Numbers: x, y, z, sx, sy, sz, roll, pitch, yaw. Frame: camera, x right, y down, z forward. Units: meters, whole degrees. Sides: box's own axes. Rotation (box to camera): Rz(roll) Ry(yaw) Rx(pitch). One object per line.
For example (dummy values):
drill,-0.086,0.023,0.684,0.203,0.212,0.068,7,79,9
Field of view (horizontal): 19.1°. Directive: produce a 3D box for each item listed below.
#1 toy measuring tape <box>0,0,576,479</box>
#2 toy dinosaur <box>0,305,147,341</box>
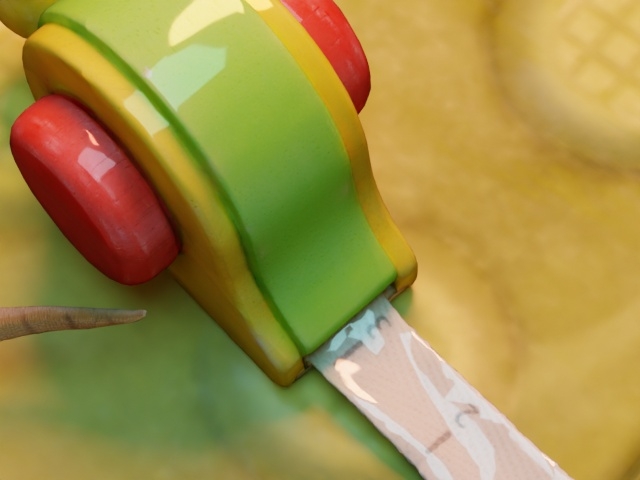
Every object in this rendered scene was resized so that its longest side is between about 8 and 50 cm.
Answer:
toy measuring tape,0.000,0.000,0.607,0.121,0.121,0.330,-40,71,-15
toy dinosaur,-0.170,0.064,0.620,0.112,0.064,0.211,43,82,0
